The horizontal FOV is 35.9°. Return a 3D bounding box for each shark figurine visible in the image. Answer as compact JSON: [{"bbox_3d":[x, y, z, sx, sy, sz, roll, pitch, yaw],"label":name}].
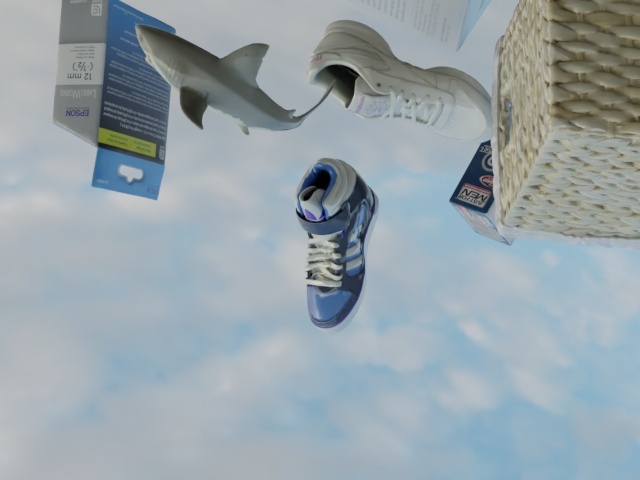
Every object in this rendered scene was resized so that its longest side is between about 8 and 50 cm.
[{"bbox_3d":[-0.082,-0.194,1.226,0.278,0.116,0.166,20,-151,-35],"label":"shark figurine"}]

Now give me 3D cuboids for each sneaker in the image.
[{"bbox_3d":[0.117,-0.209,1.474,0.305,0.114,0.152,26,-134,5],"label":"sneaker"},{"bbox_3d":[0.001,0.000,1.908,0.130,0.322,0.236,8,166,32],"label":"sneaker"}]

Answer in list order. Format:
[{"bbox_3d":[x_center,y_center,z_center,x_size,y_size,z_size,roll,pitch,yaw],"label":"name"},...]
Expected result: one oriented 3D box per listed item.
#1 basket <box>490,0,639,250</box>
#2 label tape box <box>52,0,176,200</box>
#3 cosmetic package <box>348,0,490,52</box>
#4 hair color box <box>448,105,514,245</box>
[{"bbox_3d":[0.414,-0.184,1.295,0.331,0.266,0.328,6,-116,-2],"label":"basket"},{"bbox_3d":[-0.390,-0.262,1.865,0.115,0.347,0.249,5,178,21],"label":"label tape box"},{"bbox_3d":[0.100,-0.541,1.713,0.453,0.161,0.230,30,-113,12],"label":"cosmetic package"},{"bbox_3d":[0.430,-0.183,2.166,0.105,0.347,0.174,23,169,37],"label":"hair color box"}]
